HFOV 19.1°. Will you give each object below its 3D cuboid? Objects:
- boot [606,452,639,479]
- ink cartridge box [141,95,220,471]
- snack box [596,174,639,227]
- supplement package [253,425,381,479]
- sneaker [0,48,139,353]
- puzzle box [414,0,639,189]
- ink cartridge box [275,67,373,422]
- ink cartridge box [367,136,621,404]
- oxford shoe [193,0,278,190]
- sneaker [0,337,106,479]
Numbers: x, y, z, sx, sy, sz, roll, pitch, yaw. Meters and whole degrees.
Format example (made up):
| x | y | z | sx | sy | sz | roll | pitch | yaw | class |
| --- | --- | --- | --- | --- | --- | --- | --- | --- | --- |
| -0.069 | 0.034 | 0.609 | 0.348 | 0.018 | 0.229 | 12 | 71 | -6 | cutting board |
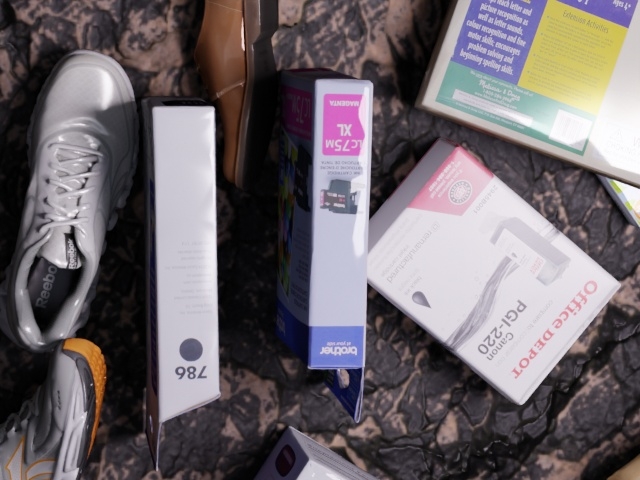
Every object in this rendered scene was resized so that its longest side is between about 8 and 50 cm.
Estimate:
| x | y | z | sx | sy | sz | roll | pitch | yaw | class |
| --- | --- | --- | --- | --- | --- | --- | --- | --- | --- |
| 0.387 | 0.158 | 1.852 | 0.269 | 0.089 | 0.236 | -40 | 73 | -5 | boot |
| -0.131 | 0.035 | 1.763 | 0.065 | 0.165 | 0.333 | 0 | 98 | -9 | ink cartridge box |
| 0.311 | -0.098 | 1.872 | 0.100 | 0.037 | 0.141 | -37 | 100 | -2 | snack box |
| -0.008 | 0.350 | 1.831 | 0.204 | 0.145 | 0.262 | 32 | 91 | -11 | supplement package |
| -0.232 | -0.032 | 1.766 | 0.110 | 0.118 | 0.292 | 10 | 94 | -7 | sneaker |
| 0.322 | -0.188 | 1.820 | 0.409 | 0.052 | 0.272 | 20 | 89 | -7 | puzzle box |
| 0.000 | 0.000 | 1.766 | 0.065 | 0.186 | 0.311 | -2 | 98 | -10 | ink cartridge box |
| 0.156 | 0.030 | 1.841 | 0.218 | 0.092 | 0.158 | 39 | 91 | -13 | ink cartridge box |
| -0.083 | -0.154 | 1.803 | 0.076 | 0.076 | 0.212 | 2 | 94 | 16 | oxford shoe |
| -0.276 | 0.196 | 1.766 | 0.121 | 0.099 | 0.262 | 16 | 120 | -2 | sneaker |
